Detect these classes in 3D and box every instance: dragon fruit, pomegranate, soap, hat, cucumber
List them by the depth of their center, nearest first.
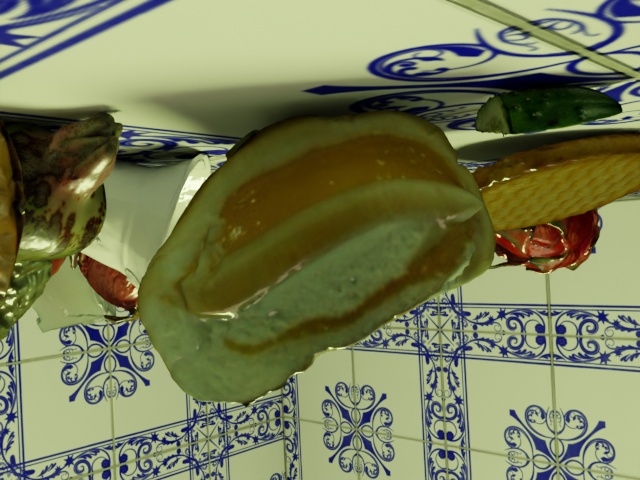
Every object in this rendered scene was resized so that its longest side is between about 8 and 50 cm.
[{"bbox_3d":[0.186,-0.109,0.562,0.108,0.035,0.067,-10,-169,-9],"label":"cucumber"},{"bbox_3d":[-0.237,-0.042,0.602,0.163,0.125,0.138,-4,166,29],"label":"pomegranate"},{"bbox_3d":[-0.222,-0.029,0.856,0.126,0.203,0.203,20,179,1],"label":"hat"},{"bbox_3d":[-0.235,-0.020,0.990,0.224,0.218,0.148,-25,155,-35],"label":"dragon fruit"},{"bbox_3d":[0.359,-0.036,1.207,0.274,0.192,0.193,7,153,-20],"label":"dragon fruit"},{"bbox_3d":[-0.477,0.044,1.217,0.159,0.257,0.302,-2,179,6],"label":"soap"}]

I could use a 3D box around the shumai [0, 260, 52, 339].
[{"bbox_3d":[-0.390,0.097,0.666,0.256,0.218,0.189,-22,135,25],"label":"shumai"}]

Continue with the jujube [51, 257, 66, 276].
[{"bbox_3d":[-0.399,-0.024,0.797,0.230,0.155,0.155,8,175,-24],"label":"jujube"}]

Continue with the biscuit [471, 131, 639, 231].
[{"bbox_3d":[0.311,-0.074,0.963,0.318,0.040,0.318,-10,166,-2],"label":"biscuit"}]

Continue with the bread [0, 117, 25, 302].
[{"bbox_3d":[-0.293,-0.009,0.468,0.199,0.199,0.104,-3,175,37],"label":"bread"}]

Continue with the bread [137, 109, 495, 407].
[{"bbox_3d":[0.003,-0.014,0.696,0.301,0.210,0.341,-26,-179,13],"label":"bread"}]
